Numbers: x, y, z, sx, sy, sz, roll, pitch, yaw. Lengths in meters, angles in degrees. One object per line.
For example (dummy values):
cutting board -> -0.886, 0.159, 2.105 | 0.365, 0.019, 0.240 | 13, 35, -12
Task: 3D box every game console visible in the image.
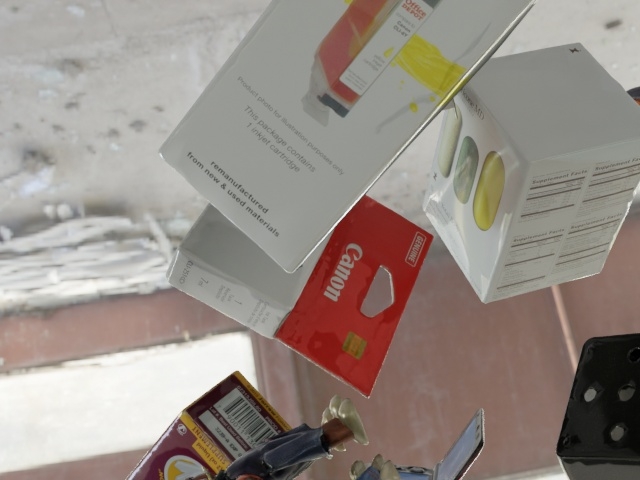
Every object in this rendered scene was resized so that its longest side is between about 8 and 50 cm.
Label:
game console -> 0.097, 0.217, 0.961 | 0.124, 0.085, 0.144 | 4, -176, 9

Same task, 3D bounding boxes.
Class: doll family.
doll family -> -0.027, 0.128, 0.455 | 0.111, 0.076, 0.193 | -23, 165, -10

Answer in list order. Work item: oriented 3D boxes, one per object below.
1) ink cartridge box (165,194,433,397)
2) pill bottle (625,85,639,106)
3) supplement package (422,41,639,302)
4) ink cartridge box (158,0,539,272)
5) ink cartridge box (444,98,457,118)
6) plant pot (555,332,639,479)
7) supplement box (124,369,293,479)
ink cartridge box -> 0.000, 0.000, 1.131 | 0.261, 0.296, 0.066 | 30, 134, -2
pill bottle -> 0.514, -0.168, 1.467 | 0.246, 0.130, 0.130 | -8, 163, -46
supplement package -> 0.283, -0.090, 1.301 | 0.198, 0.199, 0.262 | -13, 140, -18
ink cartridge box -> 0.071, -0.193, 0.842 | 0.384, 0.160, 0.279 | -47, -179, 27
ink cartridge box -> 0.108, -0.222, 1.162 | 0.067, 0.115, 0.198 | -15, 158, 15
plant pot -> 0.330, 0.179, 0.899 | 0.167, 0.188, 0.187 | 39, 150, -27
supplement box -> -0.106, 0.219, 0.887 | 0.081, 0.104, 0.188 | -32, 166, -50
